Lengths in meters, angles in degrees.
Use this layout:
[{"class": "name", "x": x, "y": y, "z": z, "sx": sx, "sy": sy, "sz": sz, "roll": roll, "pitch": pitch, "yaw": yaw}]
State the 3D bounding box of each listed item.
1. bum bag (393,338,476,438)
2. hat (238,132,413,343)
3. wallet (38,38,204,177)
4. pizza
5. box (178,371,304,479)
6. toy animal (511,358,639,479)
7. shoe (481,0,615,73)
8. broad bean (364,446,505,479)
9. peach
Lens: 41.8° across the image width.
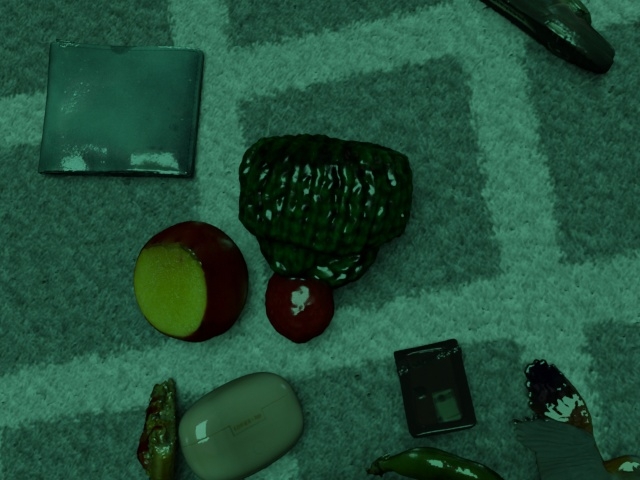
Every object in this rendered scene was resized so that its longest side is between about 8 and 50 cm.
[{"class": "bum bag", "x": 0.179, "y": 0.231, "z": 1.313, "sx": 0.109, "sy": 0.026, "sz": 0.159, "roll": -12, "pitch": 51, "yaw": 6}, {"class": "hat", "x": 0.000, "y": 0.000, "z": 1.340, "sx": 0.274, "sy": 0.242, "sz": 0.332, "roll": 15, "pitch": 105, "yaw": 33}, {"class": "wallet", "x": -0.359, "y": -0.235, "z": 1.498, "sx": 0.290, "sy": 0.054, "sz": 0.251, "roll": 1, "pitch": 80, "yaw": 7}, {"class": "pizza", "x": -0.261, "y": 0.306, "z": 1.343, "sx": 0.062, "sy": 0.188, "sz": 0.199, "roll": 4, "pitch": 47, "yaw": -12}, {"class": "box", "x": -0.123, "y": 0.292, "z": 1.312, "sx": 0.200, "sy": 0.088, "sz": 0.146, "roll": -25, "pitch": 90, "yaw": -25}, {"class": "toy animal", "x": 0.329, "y": 0.379, "z": 1.244, "sx": 0.302, "sy": 0.225, "sz": 0.284, "roll": 40, "pitch": 105, "yaw": 2}, {"class": "shoe", "x": 0.395, "y": -0.410, "z": 1.395, "sx": 0.293, "sy": 0.109, "sz": 0.149, "roll": 40, "pitch": 92, "yaw": 18}, {"class": "broad bean", "x": 0.215, "y": 0.367, "z": 1.196, "sx": 0.292, "sy": 0.144, "sz": 0.049, "roll": 30, "pitch": 46, "yaw": -5}, {"class": "peach", "x": -0.209, "y": 0.067, "z": 1.346, "sx": 0.190, "sy": 0.192, "sz": 0.190, "roll": -6, "pitch": 69, "yaw": 15}]
